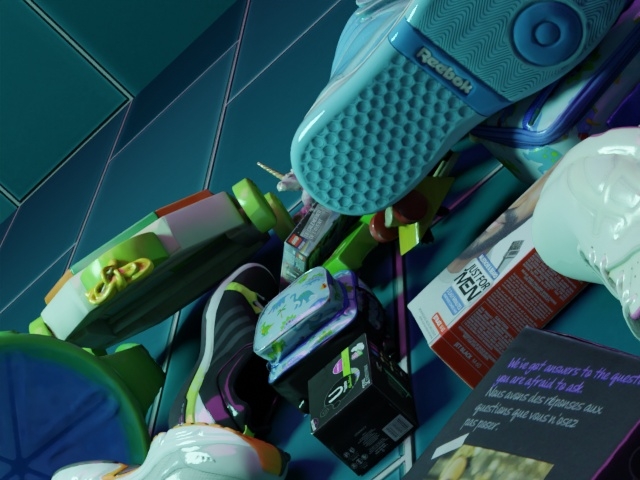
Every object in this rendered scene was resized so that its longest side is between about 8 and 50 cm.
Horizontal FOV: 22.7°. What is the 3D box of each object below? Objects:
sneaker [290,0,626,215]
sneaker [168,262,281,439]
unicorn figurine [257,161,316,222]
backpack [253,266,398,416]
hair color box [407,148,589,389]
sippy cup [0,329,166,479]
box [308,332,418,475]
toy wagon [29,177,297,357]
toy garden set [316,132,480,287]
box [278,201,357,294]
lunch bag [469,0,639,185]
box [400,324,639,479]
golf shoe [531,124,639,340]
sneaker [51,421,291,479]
[{"bbox_3d":[0.109,-0.176,1.243,0.319,0.127,0.208,-37,20,28],"label":"sneaker"},{"bbox_3d":[-0.053,0.105,1.388,0.097,0.084,0.235,-23,33,30],"label":"sneaker"},{"bbox_3d":[0.004,-0.054,1.643,0.162,0.060,0.111,-19,27,25],"label":"unicorn figurine"},{"bbox_3d":[0.001,0.072,1.296,0.105,0.084,0.114,-39,15,14],"label":"backpack"},{"bbox_3d":[0.144,0.019,1.130,0.167,0.053,0.093,-43,16,5],"label":"hair color box"},{"bbox_3d":[-0.291,0.216,1.469,0.224,0.305,0.240,148,120,-67],"label":"sippy cup"},{"bbox_3d":[0.030,0.120,1.173,0.062,0.052,0.083,-42,19,13],"label":"box"},{"bbox_3d":[-0.164,0.030,1.584,0.267,0.068,0.344,-34,-10,4],"label":"toy wagon"},{"bbox_3d":[0.099,-0.056,1.380,0.244,0.049,0.204,-51,4,-24],"label":"toy garden set"},{"bbox_3d":[0.000,0.000,1.459,0.094,0.027,0.137,-53,-10,-22],"label":"box"},{"bbox_3d":[0.226,-0.140,1.240,0.219,0.090,0.176,-49,20,-4],"label":"lunch bag"},{"bbox_3d":[0.087,0.193,0.670,0.270,0.165,0.143,-49,17,-9],"label":"box"},{"bbox_3d":[0.202,0.008,0.923,0.140,0.115,0.306,-56,18,-18],"label":"golf shoe"},{"bbox_3d":[-0.123,0.228,1.264,0.262,0.099,0.121,-26,49,41],"label":"sneaker"}]
